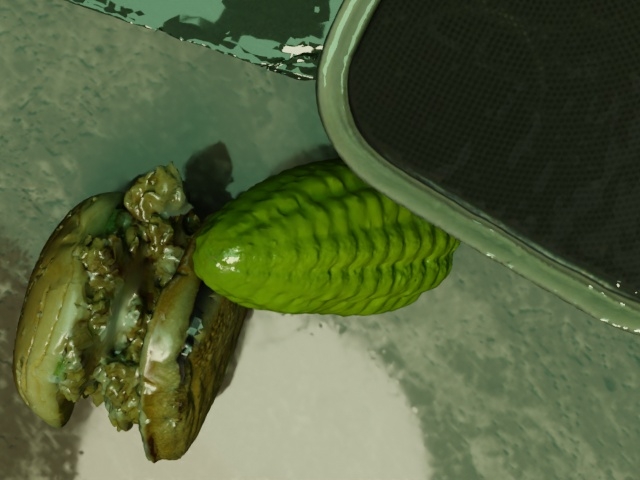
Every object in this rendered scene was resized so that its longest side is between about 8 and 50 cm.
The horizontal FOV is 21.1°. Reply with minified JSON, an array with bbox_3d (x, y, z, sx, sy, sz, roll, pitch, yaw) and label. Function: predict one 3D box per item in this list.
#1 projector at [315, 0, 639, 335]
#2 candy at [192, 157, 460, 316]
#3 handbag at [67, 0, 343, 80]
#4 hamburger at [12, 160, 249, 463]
[{"bbox_3d":[0.175,-0.094,0.893,0.248,0.249,0.249,31,98,19],"label":"projector"},{"bbox_3d":[0.000,0.000,0.967,0.096,0.209,0.097,3,97,32],"label":"candy"},{"bbox_3d":[-0.055,-0.245,1.008,0.247,0.079,0.260,21,97,1],"label":"handbag"},{"bbox_3d":[-0.112,0.035,1.005,0.131,0.159,0.185,21,117,5],"label":"hamburger"}]
